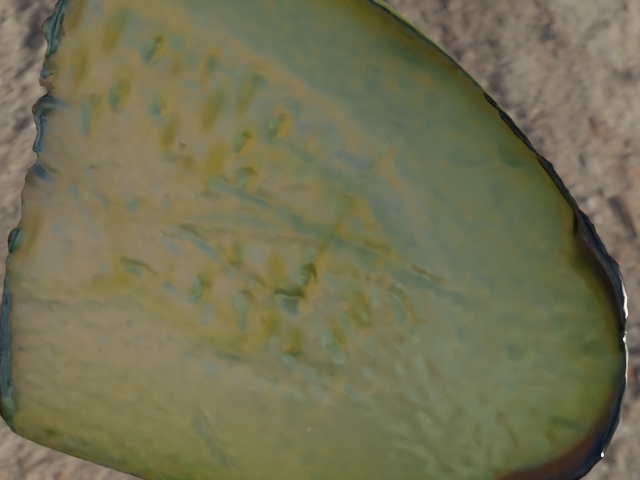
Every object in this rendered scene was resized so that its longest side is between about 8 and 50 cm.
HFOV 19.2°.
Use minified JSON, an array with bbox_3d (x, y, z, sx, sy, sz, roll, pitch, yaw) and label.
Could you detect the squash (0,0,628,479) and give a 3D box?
[{"bbox_3d":[0.000,0.000,0.714,0.204,0.155,0.237,5,110,-24],"label":"squash"}]
